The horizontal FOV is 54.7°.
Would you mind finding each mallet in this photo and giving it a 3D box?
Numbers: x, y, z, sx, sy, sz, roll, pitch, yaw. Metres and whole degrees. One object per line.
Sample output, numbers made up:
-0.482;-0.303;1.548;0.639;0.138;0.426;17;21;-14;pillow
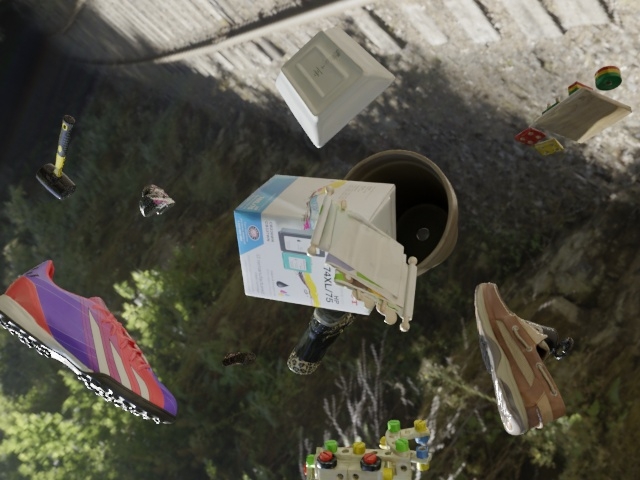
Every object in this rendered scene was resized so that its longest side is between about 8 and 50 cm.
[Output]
-0.416;-0.130;1.007;0.062;0.039;0.190;47;139;-5;mallet

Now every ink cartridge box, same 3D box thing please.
0.000;0.000;1.245;0.270;0.197;0.198;7;119;21;ink cartridge box

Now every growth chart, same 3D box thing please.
0.078;0.034;1.038;0.237;0.172;0.021;38;139;-18;growth chart

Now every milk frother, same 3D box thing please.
0.639;0.287;1.805;0.135;0.129;0.143;18;144;-19;milk frother

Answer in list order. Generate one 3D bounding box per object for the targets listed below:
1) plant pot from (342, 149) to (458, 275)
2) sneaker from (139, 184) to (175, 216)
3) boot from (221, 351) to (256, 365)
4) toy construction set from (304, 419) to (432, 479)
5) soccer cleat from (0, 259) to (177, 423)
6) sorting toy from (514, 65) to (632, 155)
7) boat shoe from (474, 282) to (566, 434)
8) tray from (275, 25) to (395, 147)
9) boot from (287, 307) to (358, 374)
0.225;-0.038;1.608;0.323;0.323;0.280;36;-174;30;plant pot
-0.456;-0.112;1.665;0.077;0.072;0.178;53;179;-1;sneaker
-0.245;0.356;1.886;0.114;0.106;0.037;101;162;-86;boot
0.096;0.520;1.471;0.215;0.328;0.151;-36;-73;-72;toy construction set
-0.331;0.155;0.931;0.318;0.116;0.108;36;153;-1;soccer cleat
0.529;-0.264;1.271;0.132;0.046;0.274;15;154;-21;sorting toy
0.368;0.210;1.164;0.123;0.116;0.324;71;-169;-45;boat shoe
0.005;-0.250;0.943;0.030;0.145;0.270;43;-168;-36;tray
0.015;0.213;1.488;0.085;0.178;0.236;35;-160;16;boot
